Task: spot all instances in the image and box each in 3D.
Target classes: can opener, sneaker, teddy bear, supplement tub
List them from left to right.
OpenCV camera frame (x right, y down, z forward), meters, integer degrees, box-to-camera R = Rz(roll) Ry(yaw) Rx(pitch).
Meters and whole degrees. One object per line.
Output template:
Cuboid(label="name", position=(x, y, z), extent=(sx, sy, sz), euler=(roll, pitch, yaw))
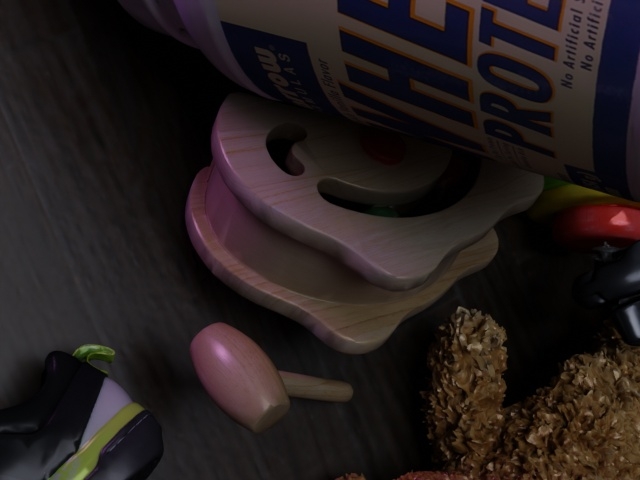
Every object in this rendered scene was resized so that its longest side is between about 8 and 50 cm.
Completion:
Cuboid(label="sneaker", position=(-0.185, 0.139, 0.491), extent=(0.097, 0.084, 0.235), euler=(46, 56, 9))
Cuboid(label="supplement tub", position=(0.070, -0.166, 0.495), extent=(0.235, 0.325, 0.235), euler=(-42, 142, -45))
Cuboid(label="teddy bear", position=(0.163, 0.156, 0.638), extent=(0.338, 0.113, 0.245), euler=(-2, 76, -26))
Cuboid(label="can opener", position=(0.242, 0.028, 0.698), extent=(0.186, 0.059, 0.073), euler=(-10, 86, -44))

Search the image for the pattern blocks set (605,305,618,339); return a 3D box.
Cuboid(label="pattern blocks set", position=(0.246, 0.222, 0.739), extent=(0.285, 0.026, 0.324), euler=(37, 66, -14))

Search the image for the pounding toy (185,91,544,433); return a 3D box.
Cuboid(label="pounding toy", position=(0.000, 0.000, 0.619), extent=(0.154, 0.154, 0.270), euler=(45, 47, 16))

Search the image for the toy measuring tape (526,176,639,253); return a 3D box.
Cuboid(label="toy measuring tape", position=(0.259, -0.039, 0.753), extent=(0.330, 0.121, 0.121), euler=(10, 76, -29))
